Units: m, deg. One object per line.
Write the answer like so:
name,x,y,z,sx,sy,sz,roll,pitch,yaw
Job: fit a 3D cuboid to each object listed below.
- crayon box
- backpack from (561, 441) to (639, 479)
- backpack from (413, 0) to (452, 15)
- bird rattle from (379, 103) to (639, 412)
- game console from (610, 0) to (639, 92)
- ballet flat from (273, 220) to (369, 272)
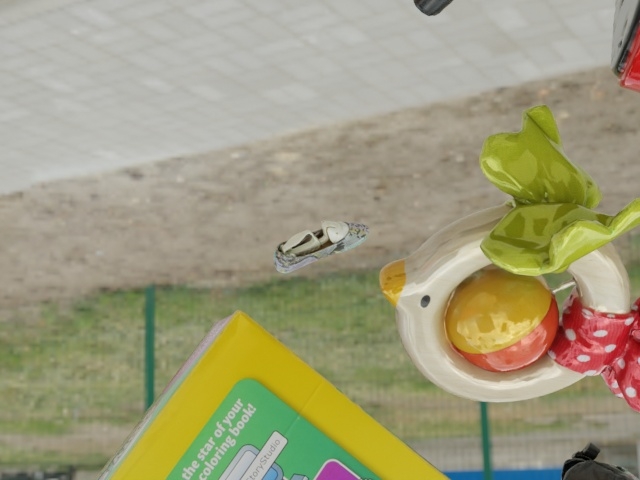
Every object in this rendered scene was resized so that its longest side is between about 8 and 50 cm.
crayon box,-0.068,0.300,0.989,0.313,0.363,0.106,39,159,-5
backpack,0.295,0.301,1.148,0.115,0.152,0.182,29,180,36
backpack,-0.013,-0.288,0.595,0.263,0.277,0.213,16,169,36
bird rattle,0.158,0.038,0.805,0.207,0.143,0.253,-24,132,16
game console,0.286,-0.305,0.814,0.060,0.342,0.386,16,-149,6
ballet flat,0.000,0.000,1.266,0.114,0.041,0.041,-23,169,-7
